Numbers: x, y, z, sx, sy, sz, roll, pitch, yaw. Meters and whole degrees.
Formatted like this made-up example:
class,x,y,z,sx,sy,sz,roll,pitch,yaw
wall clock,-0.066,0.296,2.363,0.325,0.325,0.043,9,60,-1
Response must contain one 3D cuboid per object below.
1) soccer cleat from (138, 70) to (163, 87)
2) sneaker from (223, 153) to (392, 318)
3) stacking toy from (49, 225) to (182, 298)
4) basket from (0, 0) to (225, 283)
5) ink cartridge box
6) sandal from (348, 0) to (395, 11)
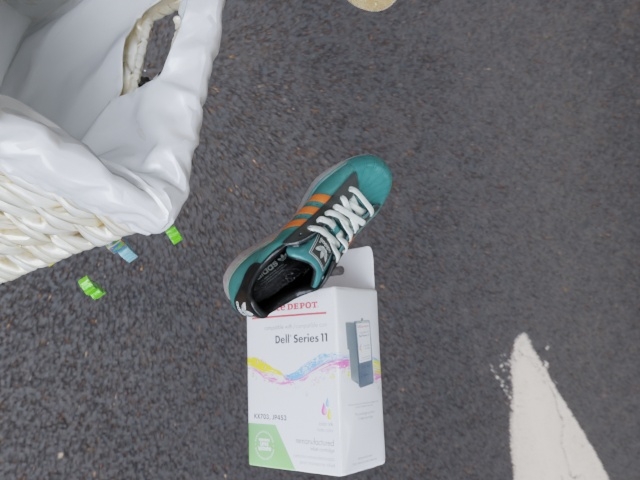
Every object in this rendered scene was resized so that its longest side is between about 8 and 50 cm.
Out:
class,x,y,z,sx,sy,sz,roll,pitch,yaw
soccer cleat,-0.337,-0.255,1.266,0.109,0.318,0.116,39,107,-6
sneaker,0.000,0.000,0.919,0.302,0.121,0.108,-44,115,-6
stacking toy,-0.304,-0.006,0.954,0.167,0.221,0.052,-35,69,-8
basket,-0.266,-0.174,0.408,0.266,0.328,0.331,-20,143,33
ink cartridge box,-0.015,0.187,1.083,0.119,0.207,0.353,9,75,-49
sandal,0.021,-0.203,0.323,0.088,0.240,0.079,29,62,17
